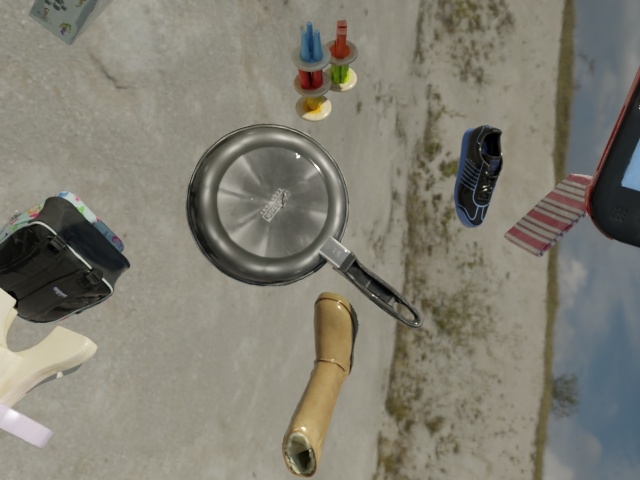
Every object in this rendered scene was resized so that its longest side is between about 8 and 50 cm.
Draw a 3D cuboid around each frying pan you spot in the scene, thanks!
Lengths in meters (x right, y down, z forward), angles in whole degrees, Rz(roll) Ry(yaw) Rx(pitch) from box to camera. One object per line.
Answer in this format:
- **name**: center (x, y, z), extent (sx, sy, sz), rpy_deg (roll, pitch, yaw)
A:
- **frying pan**: center (-0.026, 0.013, 0.742), extent (0.326, 0.197, 0.053), rpy_deg (60, -12, -4)

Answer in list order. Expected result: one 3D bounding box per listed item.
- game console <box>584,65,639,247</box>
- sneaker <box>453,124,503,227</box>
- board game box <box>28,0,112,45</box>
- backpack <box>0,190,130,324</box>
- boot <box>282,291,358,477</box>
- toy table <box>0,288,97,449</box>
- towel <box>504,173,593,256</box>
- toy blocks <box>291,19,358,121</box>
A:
- **game console**: center (0.592, -0.147, 0.877), extent (0.060, 0.342, 0.386), rpy_deg (-60, 168, -73)
- **sneaker**: center (0.358, -0.141, 1.400), extent (0.090, 0.082, 0.232), rpy_deg (-167, -103, -66)
- **board game box**: center (-0.395, -0.533, 1.153), extent (0.303, 0.098, 0.223), rpy_deg (-31, -149, 43)
- **backpack**: center (-0.535, 0.041, 1.240), extent (0.225, 0.254, 0.191), rpy_deg (51, 22, -26)
- **boot**: center (0.000, 0.266, 1.186), extent (0.269, 0.089, 0.236), rpy_deg (-61, 148, -51)
- **toy table**: center (-0.468, 0.178, 0.918), extent (0.252, 0.275, 0.160), rpy_deg (80, 33, -58)
- **towel**: center (0.459, -0.049, 1.210), extent (0.197, 0.029, 0.144), rpy_deg (-43, -165, 5)
- **toy blocks**: center (0.008, -0.253, 0.861), extent (0.123, 0.054, 0.148), rpy_deg (-52, 162, -24)
